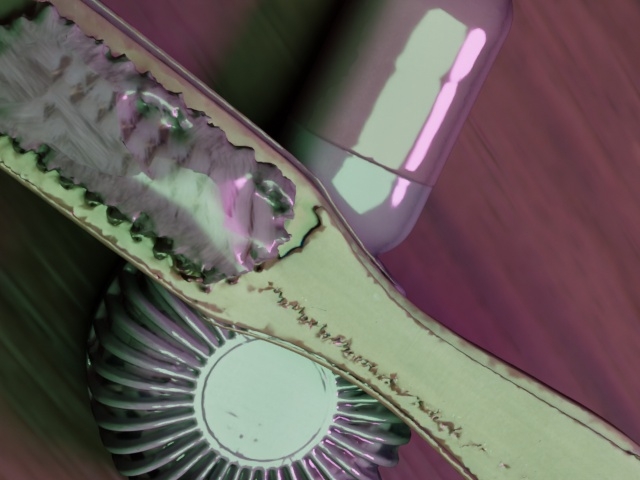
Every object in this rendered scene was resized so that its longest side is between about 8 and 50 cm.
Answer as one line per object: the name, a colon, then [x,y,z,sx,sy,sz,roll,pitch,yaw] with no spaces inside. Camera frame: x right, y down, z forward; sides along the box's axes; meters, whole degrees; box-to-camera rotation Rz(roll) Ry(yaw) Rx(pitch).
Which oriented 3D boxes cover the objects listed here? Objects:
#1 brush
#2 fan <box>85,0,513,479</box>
brush: [0.002,0.019,0.665,0.327,0.065,0.070,37,89,-12]
fan: [0.000,0.000,0.729,0.130,0.074,0.244,25,98,-13]
